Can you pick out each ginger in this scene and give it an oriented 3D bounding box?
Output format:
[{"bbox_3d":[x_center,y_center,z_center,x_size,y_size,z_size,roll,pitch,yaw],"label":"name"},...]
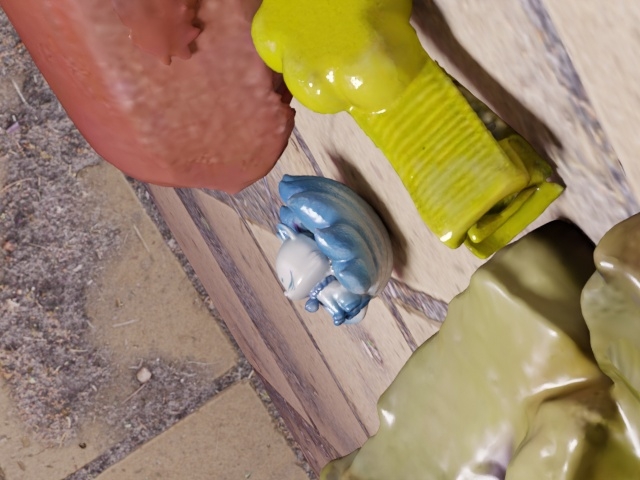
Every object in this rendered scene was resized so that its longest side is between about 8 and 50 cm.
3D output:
[{"bbox_3d":[0.098,0.177,0.567,0.358,0.211,0.413,62,170,-13],"label":"ginger"}]

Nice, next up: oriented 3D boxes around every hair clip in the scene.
[{"bbox_3d":[0.025,-0.067,0.573,0.173,0.072,0.046,55,-163,26],"label":"hair clip"}]

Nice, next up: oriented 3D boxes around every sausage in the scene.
[{"bbox_3d":[-0.086,-0.144,0.654,0.152,0.152,0.279,50,167,41],"label":"sausage"}]

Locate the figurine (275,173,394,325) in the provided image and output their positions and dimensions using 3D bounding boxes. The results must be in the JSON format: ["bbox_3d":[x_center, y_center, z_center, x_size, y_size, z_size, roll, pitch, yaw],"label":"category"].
[{"bbox_3d":[0.000,0.000,0.875,0.114,0.079,0.114,55,177,5],"label":"figurine"}]
